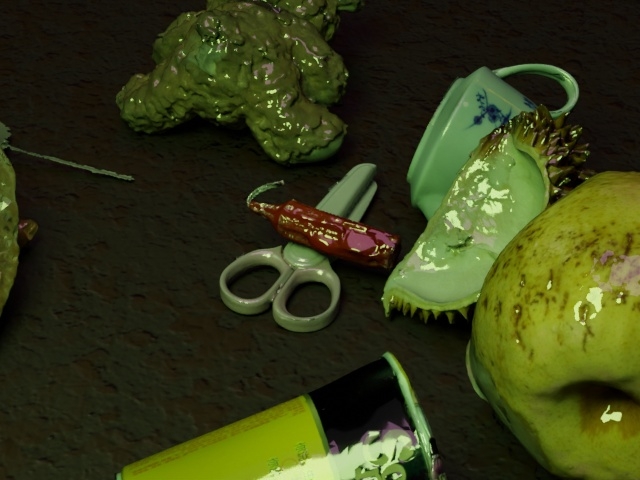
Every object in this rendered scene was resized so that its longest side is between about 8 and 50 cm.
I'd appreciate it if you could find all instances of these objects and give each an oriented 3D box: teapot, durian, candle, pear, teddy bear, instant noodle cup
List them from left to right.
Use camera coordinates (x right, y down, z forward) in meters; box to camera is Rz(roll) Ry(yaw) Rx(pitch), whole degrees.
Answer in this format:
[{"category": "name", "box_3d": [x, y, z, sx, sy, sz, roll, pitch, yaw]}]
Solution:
[{"category": "teddy bear", "box_3d": [-0.070, -0.214, 1.873, 0.267, 0.156, 0.256, 11, 38, 17]}, {"category": "instant noodle cup", "box_3d": [-0.023, 0.215, 1.301, 0.236, 0.215, 0.215, -16, 40, -6]}, {"category": "candle", "box_3d": [0.002, -0.015, 1.649, 0.162, 0.048, 0.053, 19, 33, 14]}, {"category": "teapot", "box_3d": [0.177, -0.082, 1.709, 0.159, 0.159, 0.232, 20, 69, 25]}, {"category": "durian", "box_3d": [0.167, -0.012, 1.594, 0.139, 0.252, 0.144, 30, 5, 13]}, {"category": "pear", "box_3d": [0.255, 0.071, 1.422, 0.271, 0.271, 0.271, 0, 38, 0]}]

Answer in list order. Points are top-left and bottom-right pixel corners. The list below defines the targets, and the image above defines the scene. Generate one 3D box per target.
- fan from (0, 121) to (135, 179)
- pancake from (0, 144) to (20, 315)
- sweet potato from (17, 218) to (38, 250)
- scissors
[{"category": "fan", "box_3d": [-0.351, -0.107, 1.813, 0.329, 0.009, 0.191, 15, 19, 8]}, {"category": "pancake", "box_3d": [-0.448, -0.009, 1.526, 0.387, 0.082, 0.386, 4, 78, -20]}, {"category": "sweet potato", "box_3d": [-0.374, -0.001, 1.686, 0.195, 0.056, 0.056, -9, 39, -5]}, {"category": "scissors", "box_3d": [0.000, 0.000, 1.693, 0.118, 0.030, 0.242, 19, 44, 20]}]
